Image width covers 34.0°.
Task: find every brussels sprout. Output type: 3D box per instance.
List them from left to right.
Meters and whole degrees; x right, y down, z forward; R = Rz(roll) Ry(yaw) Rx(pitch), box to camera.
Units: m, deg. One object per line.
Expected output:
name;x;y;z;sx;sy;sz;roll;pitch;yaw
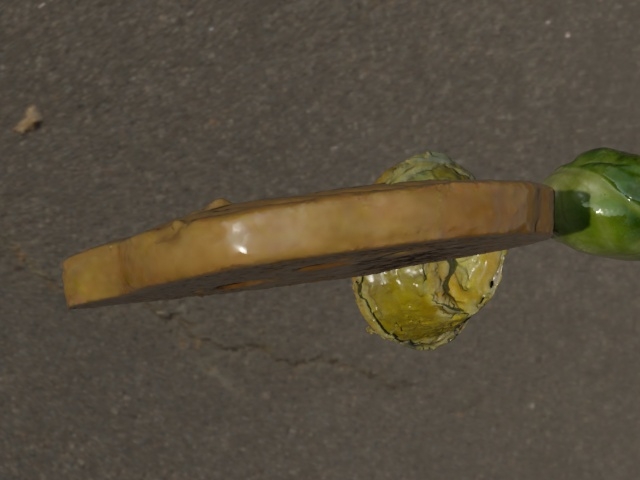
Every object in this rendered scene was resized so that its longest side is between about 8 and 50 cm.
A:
brussels sprout;0.352;-0.045;1.290;0.145;0.183;0.131;19;86;-65

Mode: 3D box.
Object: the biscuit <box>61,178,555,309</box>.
biscuit;0.000;-0.002;0.886;0.385;0.365;0.062;-4;82;-44

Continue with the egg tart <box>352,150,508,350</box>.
egg tart;0.182;0.020;1.561;0.314;0.120;0.315;-7;101;-39
